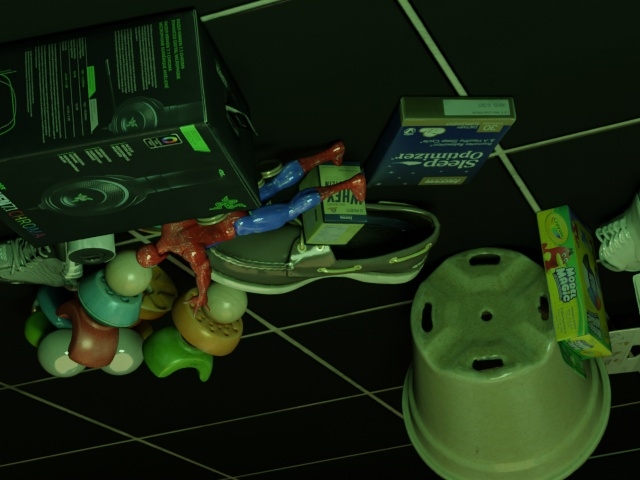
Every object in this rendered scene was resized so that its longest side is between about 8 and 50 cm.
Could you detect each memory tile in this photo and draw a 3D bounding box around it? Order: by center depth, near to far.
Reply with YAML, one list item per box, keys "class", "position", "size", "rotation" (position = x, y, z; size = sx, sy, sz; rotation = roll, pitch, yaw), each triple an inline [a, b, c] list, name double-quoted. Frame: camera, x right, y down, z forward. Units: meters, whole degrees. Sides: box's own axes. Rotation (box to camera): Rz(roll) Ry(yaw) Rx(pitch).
- class: "memory tile"
  position: [-0.121, -0.059, 1.719]
  size: [0.113, 0.012, 0.148]
  rotation: [6, -146, 36]

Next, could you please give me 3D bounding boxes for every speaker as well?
- class: "speaker"
  position: [-0.266, -0.042, 1.711]
  size: [0.055, 0.136, 0.055]
  rotation: [-5, 159, -2]

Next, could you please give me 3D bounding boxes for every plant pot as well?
- class: "plant pot"
  position: [0.267, 0.177, 2.258]
  size: [0.334, 0.333, 0.305]
  rotation: [-9, 148, 7]

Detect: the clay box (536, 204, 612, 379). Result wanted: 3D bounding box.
- class: "clay box"
  position: [0.359, 0.075, 2.091]
  size: [0.053, 0.222, 0.127]
  rotation: [-15, 158, 21]

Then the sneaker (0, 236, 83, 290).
- class: "sneaker"
  position: [-0.371, 0.016, 1.911]
  size: [0.132, 0.086, 0.228]
  rotation: [-1, 160, -9]

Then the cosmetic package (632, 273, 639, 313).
- class: "cosmetic package"
  position: [0.564, 0.102, 2.259]
  size: [0.153, 0.129, 0.296]
  rotation: [-14, 173, 12]

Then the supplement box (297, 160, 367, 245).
- class: "supplement box"
  position: [0.014, -0.046, 1.862]
  size: [0.056, 0.083, 0.083]
  rotation: [1, 158, -21]

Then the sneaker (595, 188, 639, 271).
- class: "sneaker"
  position: [0.436, -0.003, 2.090]
  size: [0.091, 0.094, 0.258]
  rotation: [-13, 160, 3]

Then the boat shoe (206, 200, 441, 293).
- class: "boat shoe"
  position: [0.000, 0.000, 1.946]
  size: [0.325, 0.116, 0.096]
  rotation: [1, 150, -21]

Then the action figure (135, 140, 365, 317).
- class: "action figure"
  position: [-0.089, -0.010, 1.779]
  size: [0.280, 0.091, 0.139]
  rotation: [-21, 150, -18]

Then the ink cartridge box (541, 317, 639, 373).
- class: "ink cartridge box"
  position: [0.468, 0.181, 2.634]
  size: [0.239, 0.060, 0.275]
  rotation: [-8, 159, 0]

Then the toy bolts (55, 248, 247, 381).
- class: "toy bolts"
  position: [-0.223, 0.062, 1.955]
  size: [0.229, 0.218, 0.158]
  rotation: [7, 133, -42]

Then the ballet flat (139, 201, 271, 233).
- class: "ballet flat"
  position: [-0.176, -0.041, 1.834]
  size: [0.232, 0.080, 0.073]
  rotation: [5, 168, -27]

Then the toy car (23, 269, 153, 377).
- class: "toy car"
  position: [-0.325, 0.102, 2.099]
  size: [0.182, 0.159, 0.136]
  rotation: [-1, 124, -14]

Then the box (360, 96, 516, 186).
- class: "box"
  position: [0.136, -0.110, 1.803]
  size: [0.137, 0.036, 0.225]
  rotation: [-2, 160, -13]

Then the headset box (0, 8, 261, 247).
- class: "headset box"
  position: [-0.209, -0.110, 1.559]
  size: [0.283, 0.131, 0.246]
  rotation: [-10, 160, 6]
